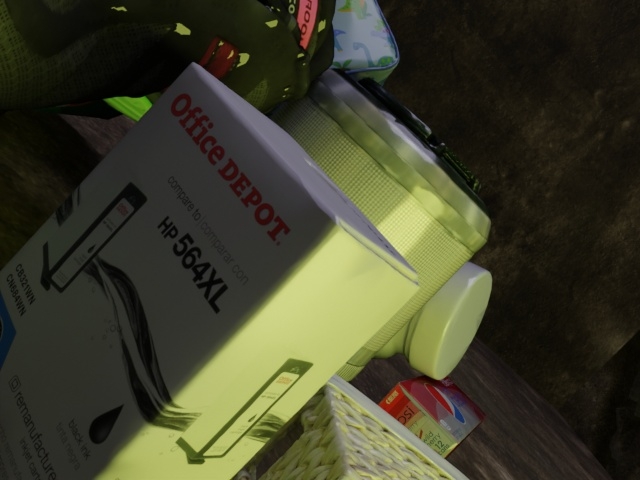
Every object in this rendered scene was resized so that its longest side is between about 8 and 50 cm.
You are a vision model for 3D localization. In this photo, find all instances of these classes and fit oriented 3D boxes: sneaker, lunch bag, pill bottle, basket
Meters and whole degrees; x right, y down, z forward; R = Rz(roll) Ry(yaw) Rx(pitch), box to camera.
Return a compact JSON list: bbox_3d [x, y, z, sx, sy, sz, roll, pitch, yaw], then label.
[{"bbox_3d":[-0.100,-0.164,0.489,0.483,0.202,0.185,-35,116,-76],"label":"sneaker"},{"bbox_3d":[-0.042,-0.209,0.829,0.176,0.218,0.090,67,-23,19],"label":"lunch bag"},{"bbox_3d":[0.042,0.038,0.926,0.278,0.162,0.162,25,-1,25],"label":"pill bottle"},{"bbox_3d":[0.029,0.182,0.495,0.167,0.113,0.103,40,10,-20],"label":"basket"}]

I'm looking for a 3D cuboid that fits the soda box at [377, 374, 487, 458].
[{"bbox_3d":[0.113,0.207,0.894,0.083,0.092,0.263,44,7,16],"label":"soda box"}]

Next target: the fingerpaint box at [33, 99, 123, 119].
[{"bbox_3d":[-0.293,-0.363,0.793,0.371,0.163,0.445,-19,93,-76],"label":"fingerpaint box"}]

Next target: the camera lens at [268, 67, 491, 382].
[{"bbox_3d":[0.000,0.000,0.740,0.219,0.274,0.219,42,7,-6],"label":"camera lens"}]

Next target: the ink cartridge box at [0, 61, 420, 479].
[{"bbox_3d":[-0.076,0.034,0.405,0.148,0.203,0.086,48,9,38],"label":"ink cartridge box"}]
